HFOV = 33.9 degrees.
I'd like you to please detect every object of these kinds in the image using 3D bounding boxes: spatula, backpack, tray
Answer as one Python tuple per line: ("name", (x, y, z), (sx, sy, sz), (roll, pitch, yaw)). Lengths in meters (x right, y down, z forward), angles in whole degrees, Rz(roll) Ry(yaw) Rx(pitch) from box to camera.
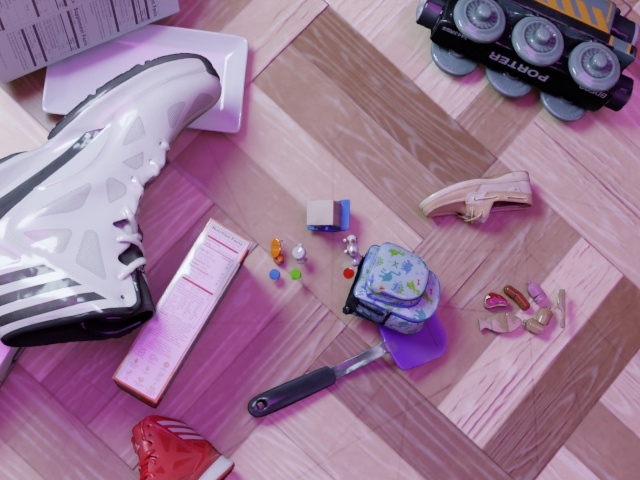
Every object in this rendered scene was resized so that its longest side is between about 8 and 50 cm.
("spatula", (0.038, 0.170, 1.422), (0.296, 0.030, 0.084), (-24, 77, -12))
("backpack", (0.103, 0.066, 1.414), (0.114, 0.084, 0.105), (25, 54, -3))
("tray", (-0.240, -0.228, 1.458), (0.270, 0.030, 0.145), (6, 77, -8))

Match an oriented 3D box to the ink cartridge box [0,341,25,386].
("ink cartridge box", (-0.444, 0.093, 1.332), (0.159, 0.092, 0.218), (30, 74, -2))

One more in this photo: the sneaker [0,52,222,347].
("sneaker", (-0.247, -0.030, 1.299), (0.447, 0.169, 0.257), (-39, 84, -24))

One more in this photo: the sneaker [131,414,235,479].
("sneaker", (-0.215, 0.301, 1.300), (0.128, 0.221, 0.087), (41, 120, 11))

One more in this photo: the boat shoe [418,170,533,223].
("boat shoe", (0.224, -0.053, 1.479), (0.170, 0.063, 0.059), (-14, 76, -12))

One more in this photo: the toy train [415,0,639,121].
("toy train", (0.305, -0.307, 1.510), (0.334, 0.142, 0.190), (22, 67, -4))

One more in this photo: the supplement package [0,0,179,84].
("supplement package", (-0.350, -0.377, 1.362), (0.263, 0.198, 0.199), (-26, 68, -13))

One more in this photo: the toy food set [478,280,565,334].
("toy food set", (0.283, 0.094, 1.484), (0.122, 0.019, 0.078), (3, 78, 0))

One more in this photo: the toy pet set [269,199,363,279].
("toy pet set", (0.000, 0.000, 1.443), (0.122, 0.065, 0.114), (0, 84, 20))

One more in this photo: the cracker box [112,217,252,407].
("cracker box", (-0.176, 0.096, 1.340), (0.067, 0.156, 0.232), (31, 75, -1))
